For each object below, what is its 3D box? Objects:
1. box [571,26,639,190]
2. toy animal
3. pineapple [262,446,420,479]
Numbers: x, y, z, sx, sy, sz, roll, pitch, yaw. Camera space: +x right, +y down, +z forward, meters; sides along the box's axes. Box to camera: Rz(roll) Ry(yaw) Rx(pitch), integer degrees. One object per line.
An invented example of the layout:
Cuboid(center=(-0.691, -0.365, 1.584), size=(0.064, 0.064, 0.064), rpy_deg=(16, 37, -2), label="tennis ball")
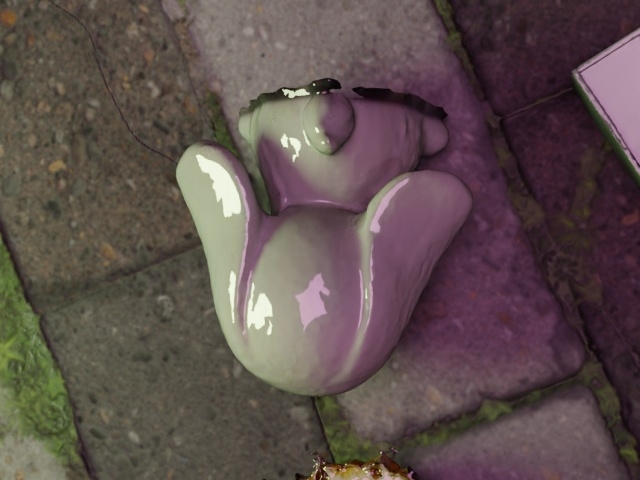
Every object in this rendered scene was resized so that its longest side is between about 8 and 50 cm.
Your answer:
Cuboid(center=(0.337, -0.085, 1.181), size=(0.129, 0.086, 0.225), rpy_deg=(-32, 79, 8), label="box")
Cuboid(center=(0.014, -0.014, 1.195), size=(0.249, 0.174, 0.289), rpy_deg=(-19, 80, 10), label="toy animal")
Cuboid(center=(0.035, 0.289, 1.216), size=(0.221, 0.047, 0.221), rpy_deg=(-1, 87, 18), label="pineapple")
